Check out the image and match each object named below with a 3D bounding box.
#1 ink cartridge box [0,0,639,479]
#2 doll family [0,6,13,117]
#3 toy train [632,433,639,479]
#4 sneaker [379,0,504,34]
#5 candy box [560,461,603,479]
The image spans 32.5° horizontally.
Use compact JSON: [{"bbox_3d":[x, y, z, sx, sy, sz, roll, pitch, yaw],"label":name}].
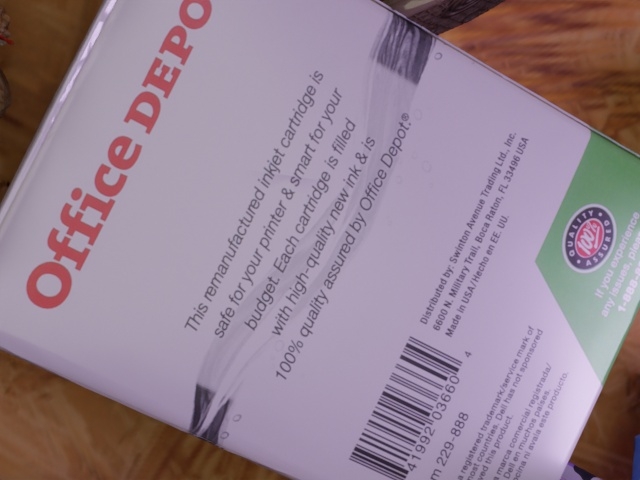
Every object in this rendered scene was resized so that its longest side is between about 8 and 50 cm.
[{"bbox_3d":[0.000,0.000,0.538,0.289,0.121,0.211,28,86,-16],"label":"ink cartridge box"},{"bbox_3d":[-0.244,-0.022,0.488,0.163,0.118,0.263,41,65,-9],"label":"doll family"},{"bbox_3d":[0.263,0.140,0.633,0.184,0.080,0.105,25,61,-19],"label":"toy train"},{"bbox_3d":[0.090,-0.169,0.592,0.188,0.066,0.071,-28,84,-17],"label":"sneaker"},{"bbox_3d":[0.168,0.191,0.561,0.165,0.196,0.070,42,82,-14],"label":"candy box"}]
